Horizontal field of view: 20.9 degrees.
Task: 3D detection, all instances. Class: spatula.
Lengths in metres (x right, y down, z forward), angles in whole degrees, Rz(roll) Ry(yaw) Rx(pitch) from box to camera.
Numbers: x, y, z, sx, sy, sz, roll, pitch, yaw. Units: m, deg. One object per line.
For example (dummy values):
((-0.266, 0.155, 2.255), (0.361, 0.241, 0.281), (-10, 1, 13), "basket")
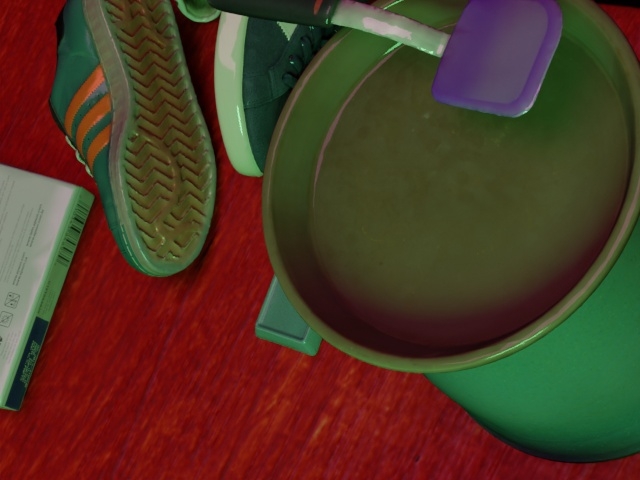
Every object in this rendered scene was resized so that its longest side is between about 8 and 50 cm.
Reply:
((0.033, -0.146, 1.154), (0.296, 0.030, 0.084), (19, 82, 35), "spatula")

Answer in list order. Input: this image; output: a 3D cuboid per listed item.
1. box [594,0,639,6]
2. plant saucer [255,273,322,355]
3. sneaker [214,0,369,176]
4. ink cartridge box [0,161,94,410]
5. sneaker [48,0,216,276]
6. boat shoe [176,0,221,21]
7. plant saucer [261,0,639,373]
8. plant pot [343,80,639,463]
((0.217, -0.336, 1.430), (0.184, 0.103, 0.261), (11, 79, 36), "box")
((0.000, 0.000, 1.488), (0.067, 0.018, 0.192), (16, 81, 34), "plant saucer")
((0.005, -0.222, 1.507), (0.148, 0.131, 0.350), (9, 88, 10), "sneaker")
((-0.351, 0.028, 1.644), (0.224, 0.045, 0.223), (16, 82, 20), "ink cartridge box")
((-0.179, -0.101, 1.590), (0.121, 0.108, 0.302), (-29, 65, 47), "sneaker")
((-0.109, -0.259, 1.509), (0.098, 0.277, 0.096), (-2, 80, 5), "boat shoe")
((0.088, -0.045, 1.127), (0.278, 0.041, 0.277), (-11, 68, 28), "plant saucer")
((0.148, 0.005, 1.253), (0.272, 0.255, 0.271), (-11, 68, 28), "plant pot")
